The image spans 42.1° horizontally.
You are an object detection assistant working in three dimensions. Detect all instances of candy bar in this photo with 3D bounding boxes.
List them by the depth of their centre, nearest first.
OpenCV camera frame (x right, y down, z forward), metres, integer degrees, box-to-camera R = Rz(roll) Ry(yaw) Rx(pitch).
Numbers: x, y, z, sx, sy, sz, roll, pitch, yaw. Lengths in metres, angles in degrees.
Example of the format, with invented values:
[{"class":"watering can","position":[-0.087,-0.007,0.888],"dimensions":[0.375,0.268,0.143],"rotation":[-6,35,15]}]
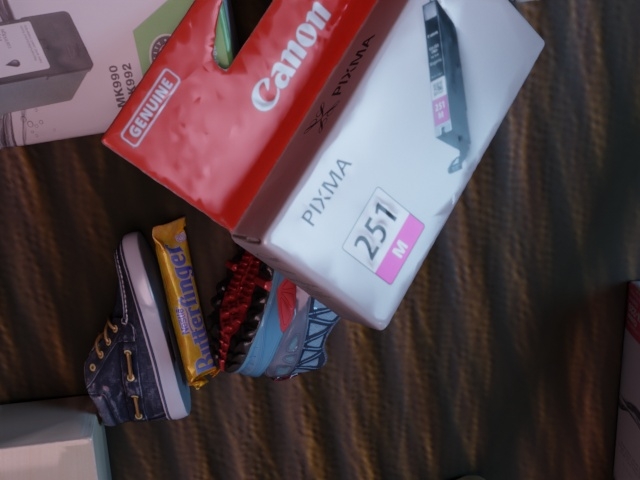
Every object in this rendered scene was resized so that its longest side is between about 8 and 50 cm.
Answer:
[{"class":"candy bar","position":[-0.122,0.058,0.757],"dimensions":[0.018,0.040,0.161],"rotation":[2,111,36]}]

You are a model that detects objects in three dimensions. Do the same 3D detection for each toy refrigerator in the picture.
[{"class":"toy refrigerator","position":[-0.247,0.288,0.792],"dimensions":[0.102,0.094,0.269],"rotation":[-6,108,-8]}]

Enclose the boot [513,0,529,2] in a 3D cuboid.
[{"class":"boot","position":[0.116,-0.312,0.632],"dimensions":[0.176,0.088,0.244],"rotation":[6,98,-4]}]

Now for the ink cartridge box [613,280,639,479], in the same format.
[{"class":"ink cartridge box","position":[0.371,0.149,0.779],"dimensions":[0.159,0.092,0.217],"rotation":[-2,106,-2]}]

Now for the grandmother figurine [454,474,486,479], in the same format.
[{"class":"grandmother figurine","position":[0.153,0.416,0.847],"dimensions":[0.208,0.104,0.342],"rotation":[-14,105,15]}]

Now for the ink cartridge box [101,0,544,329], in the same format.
[{"class":"ink cartridge box","position":[0.019,-0.111,0.608],"dimensions":[0.239,0.060,0.275],"rotation":[37,77,-30]}]

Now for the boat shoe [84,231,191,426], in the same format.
[{"class":"boat shoe","position":[-0.176,0.086,0.745],"dimensions":[0.083,0.065,0.183],"rotation":[-10,108,-1]}]

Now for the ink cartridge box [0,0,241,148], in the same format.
[{"class":"ink cartridge box","position":[-0.217,-0.183,0.632],"dimensions":[0.289,0.121,0.211],"rotation":[-10,108,0]}]

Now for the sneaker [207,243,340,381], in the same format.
[{"class":"sneaker","position":[0.000,0.000,0.728],"dimensions":[0.125,0.104,0.261],"rotation":[20,100,-37]}]
